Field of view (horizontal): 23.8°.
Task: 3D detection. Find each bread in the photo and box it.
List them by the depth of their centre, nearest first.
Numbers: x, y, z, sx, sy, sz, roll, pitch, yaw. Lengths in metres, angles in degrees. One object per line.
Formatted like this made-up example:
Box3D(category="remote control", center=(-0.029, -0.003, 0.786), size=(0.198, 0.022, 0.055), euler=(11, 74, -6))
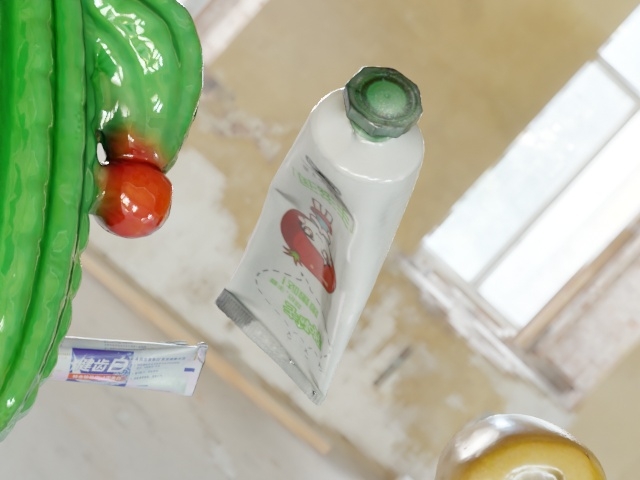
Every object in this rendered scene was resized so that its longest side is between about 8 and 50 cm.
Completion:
Box3D(category="bread", center=(0.071, 0.090, 0.566), size=(0.049, 0.062, 0.103), euler=(60, 3, 3))

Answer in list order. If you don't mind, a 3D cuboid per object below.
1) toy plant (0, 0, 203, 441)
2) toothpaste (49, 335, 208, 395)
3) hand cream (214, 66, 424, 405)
Box3D(category="toy plant", center=(-0.124, -0.009, 0.408), size=(0.154, 0.240, 0.088), euler=(31, -28, -13))
Box3D(category="toothpaste", center=(-0.158, 0.076, 0.980), size=(0.169, 0.045, 0.028), euler=(7, 29, -21))
Box3D(category="hand cream", center=(0.000, 0.000, 1.092), size=(0.121, 0.076, 0.336), euler=(47, -33, 16))
